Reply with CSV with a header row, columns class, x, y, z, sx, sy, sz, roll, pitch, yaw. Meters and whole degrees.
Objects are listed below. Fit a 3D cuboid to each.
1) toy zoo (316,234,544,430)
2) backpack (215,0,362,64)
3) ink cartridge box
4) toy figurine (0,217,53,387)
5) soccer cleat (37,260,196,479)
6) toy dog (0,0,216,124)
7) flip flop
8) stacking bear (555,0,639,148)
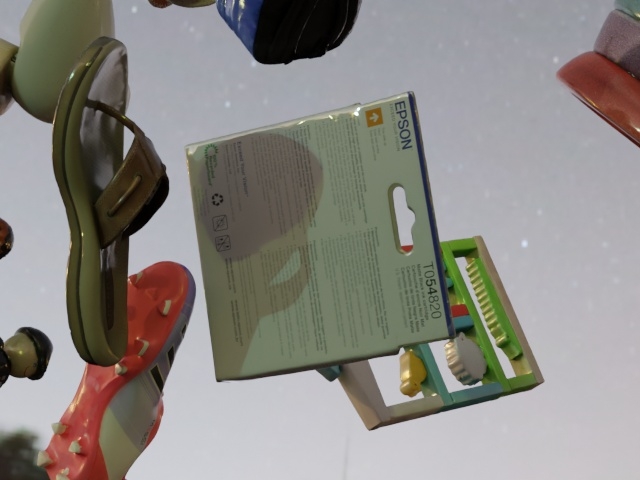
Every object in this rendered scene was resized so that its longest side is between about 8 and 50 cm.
class,x,y,z,sx,sy,sz,roll,pitch,yaw
toy zoo,0.101,0.097,1.396,0.293,0.192,0.030,-6,-24,-37
backpack,-0.017,-0.182,0.830,0.098,0.101,0.120,-15,-42,-27
ink cartridge box,0.000,0.000,1.124,0.224,0.223,0.045,-11,-10,19
toy figurine,-0.404,0.071,1.375,0.148,0.209,0.213,-18,9,-42
soccer cleat,-0.170,0.127,1.162,0.083,0.248,0.095,38,16,36
toy dog,-0.232,-0.249,1.320,0.220,0.161,0.334,42,-75,-2
flip flop,-0.165,-0.029,1.054,0.080,0.277,0.112,3,10,13
stacking bear,0.323,-0.186,0.934,0.289,0.164,0.175,-52,-35,11
